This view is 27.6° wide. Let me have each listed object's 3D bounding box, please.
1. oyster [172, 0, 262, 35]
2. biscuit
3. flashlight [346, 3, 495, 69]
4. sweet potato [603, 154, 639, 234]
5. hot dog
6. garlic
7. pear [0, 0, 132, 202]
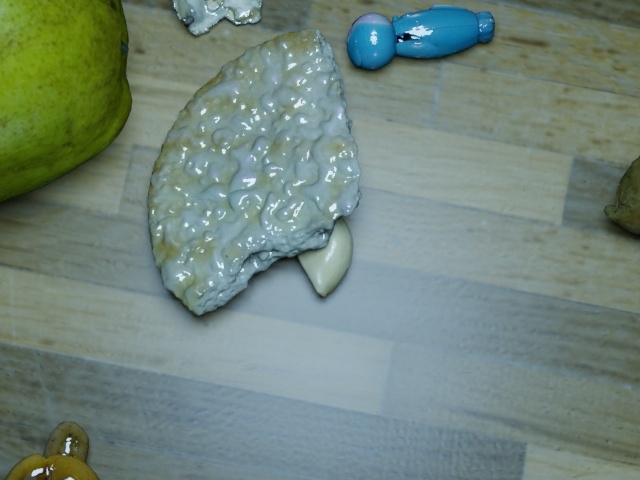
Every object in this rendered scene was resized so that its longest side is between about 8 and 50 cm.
[{"bbox_3d":[-0.095,-0.276,1.142,0.106,0.061,0.200,11,82,-17],"label":"oyster"},{"bbox_3d":[-0.047,-0.058,1.082,0.188,0.040,0.265,23,77,22],"label":"biscuit"},{"bbox_3d":[0.086,-0.175,1.121,0.129,0.051,0.051,-6,80,-8],"label":"flashlight"},{"bbox_3d":[0.349,-0.101,1.099,0.075,0.075,0.273,44,80,7],"label":"sweet potato"},{"bbox_3d":[-0.214,0.218,1.038,0.089,0.060,0.140,-6,89,-4],"label":"hot dog"},{"bbox_3d":[-0.001,0.000,1.091,0.053,0.041,0.083,-37,71,4],"label":"garlic"},{"bbox_3d":[-0.299,-0.138,1.011,0.307,0.253,0.253,-3,79,-12],"label":"pear"}]
